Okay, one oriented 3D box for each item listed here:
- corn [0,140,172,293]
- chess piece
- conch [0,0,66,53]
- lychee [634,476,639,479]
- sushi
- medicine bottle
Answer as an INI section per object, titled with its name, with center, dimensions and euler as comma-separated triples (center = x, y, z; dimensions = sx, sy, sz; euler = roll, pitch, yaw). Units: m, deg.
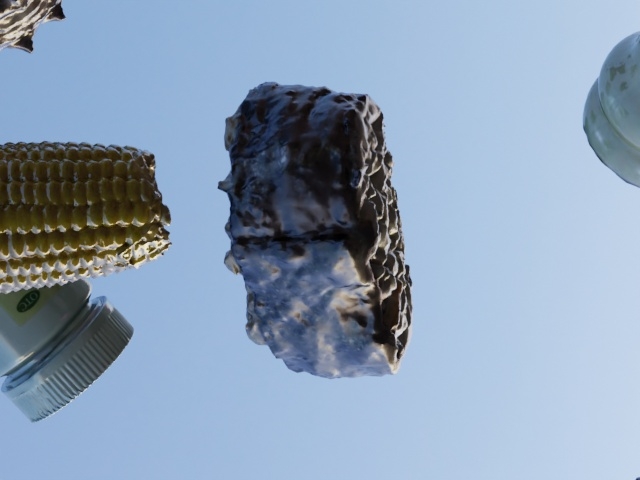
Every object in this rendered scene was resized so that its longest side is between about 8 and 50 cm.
[corn]
center = -0.294, -0.016, 1.170
dimensions = 0.131, 0.344, 0.131
euler = 173, 90, -86
[chess piece]
center = 0.288, -0.156, 1.080
dimensions = 0.243, 0.133, 0.133
euler = 99, -177, -55
[conch]
center = -0.365, -0.306, 1.429
dimensions = 0.186, 0.240, 0.313
euler = 58, 179, 31
[lychee]
center = 0.268, 0.238, 0.812
dimensions = 0.264, 0.300, 0.264
euler = 21, -117, -48
[sushi]
center = 0.000, 0.000, 1.573
dimensions = 0.211, 0.170, 0.350
euler = -76, -21, -49
[medicine bottle]
center = -0.364, 0.033, 1.566
dimensions = 0.318, 0.158, 0.158
euler = 48, -141, -13
